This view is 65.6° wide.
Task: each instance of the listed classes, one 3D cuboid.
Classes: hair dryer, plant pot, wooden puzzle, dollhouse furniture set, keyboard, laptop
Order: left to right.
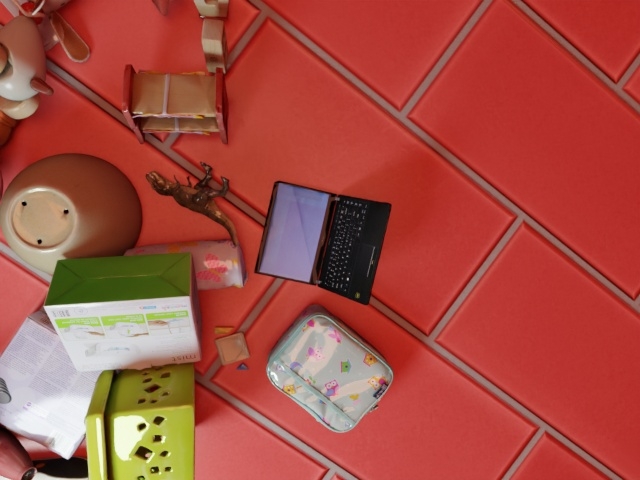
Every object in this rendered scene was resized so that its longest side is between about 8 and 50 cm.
[{"bbox_3d":[-0.738,0.427,1.057,0.294,0.224,0.080,38,66,-10],"label":"hair dryer"},{"bbox_3d":[-0.665,-0.538,1.086,0.072,0.014,0.256,-42,98,-7],"label":"keyboard"},{"bbox_3d":[-0.545,-0.051,1.049,0.285,0.191,0.283,0,94,-6],"label":"plant pot"},{"bbox_3d":[-0.374,0.387,1.058,0.207,0.227,0.228,-1,107,-15],"label":"plant pot"},{"bbox_3d":[-0.301,-0.410,1.090,0.202,0.152,0.373,1,77,-6],"label":"dollhouse furniture set"},{"bbox_3d":[-0.213,0.260,1.202,0.079,0.014,0.116,-8,95,-1],"label":"wooden puzzle"},{"bbox_3d":[0.000,0.000,1.140,0.137,0.264,0.234,9,95,-44],"label":"laptop"}]

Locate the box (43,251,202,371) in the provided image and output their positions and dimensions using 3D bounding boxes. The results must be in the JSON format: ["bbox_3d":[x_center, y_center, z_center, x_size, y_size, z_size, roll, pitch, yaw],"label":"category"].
[{"bbox_3d":[-0.386,0.153,1.025,0.262,0.126,0.231,-4,136,-8],"label":"box"}]

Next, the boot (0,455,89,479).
[{"bbox_3d":[-0.623,0.604,1.150,0.245,0.088,0.176,-2,95,2],"label":"boot"}]

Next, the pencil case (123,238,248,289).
[{"bbox_3d":[-0.306,0.066,1.125,0.274,0.113,0.124,-7,112,-5],"label":"pencil case"}]

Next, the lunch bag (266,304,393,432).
[{"bbox_3d":[0.022,0.312,1.183,0.279,0.108,0.224,41,89,-8],"label":"lunch bag"}]

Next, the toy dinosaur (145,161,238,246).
[{"bbox_3d":[-0.263,-0.105,1.125,0.268,0.064,0.118,33,95,12],"label":"toy dinosaur"}]

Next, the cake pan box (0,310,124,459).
[{"bbox_3d":[-0.607,0.331,1.137,0.267,0.070,0.245,32,93,-8],"label":"cake pan box"}]

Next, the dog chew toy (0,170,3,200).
[{"bbox_3d":[-0.824,-0.104,0.977,0.332,0.206,0.206,-9,96,-3],"label":"dog chew toy"}]

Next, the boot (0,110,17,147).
[{"bbox_3d":[-0.760,-0.282,1.068,0.197,0.073,0.152,38,91,-20],"label":"boot"}]

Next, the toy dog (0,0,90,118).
[{"bbox_3d":[-0.567,-0.406,1.005,0.161,0.220,0.333,15,93,8],"label":"toy dog"}]
